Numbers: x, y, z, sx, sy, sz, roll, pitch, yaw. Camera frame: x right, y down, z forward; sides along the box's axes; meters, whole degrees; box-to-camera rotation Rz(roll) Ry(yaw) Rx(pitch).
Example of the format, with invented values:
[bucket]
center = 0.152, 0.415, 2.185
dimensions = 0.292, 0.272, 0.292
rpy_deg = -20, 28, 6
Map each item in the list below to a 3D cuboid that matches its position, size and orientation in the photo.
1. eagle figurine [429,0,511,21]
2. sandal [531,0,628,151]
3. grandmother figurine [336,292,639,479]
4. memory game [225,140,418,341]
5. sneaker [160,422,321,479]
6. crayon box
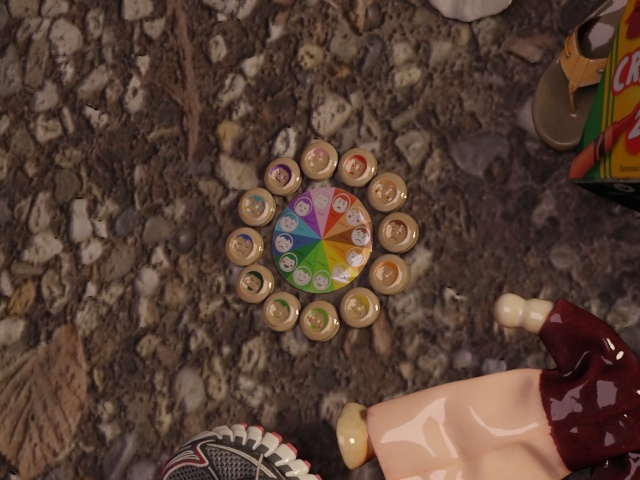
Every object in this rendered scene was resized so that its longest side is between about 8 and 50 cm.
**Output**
[eagle figurine]
center = 0.191, -0.343, 1.255
dimensions = 0.298, 0.225, 0.226
rpy_deg = -37, 108, -21
[sandal]
center = 0.238, -0.160, 1.240
dimensions = 0.072, 0.049, 0.180
rpy_deg = 38, 93, 25
[grandmother figurine]
center = 0.188, 0.139, 1.170
dimensions = 0.342, 0.104, 0.208
rpy_deg = -15, 100, 16
[memory game]
center = 0.000, 0.000, 1.321
dimensions = 0.186, 0.012, 0.186
rpy_deg = -5, 75, 21
[sneaker]
center = -0.037, 0.246, 1.181
dimensions = 0.299, 0.112, 0.121
rpy_deg = 26, 126, 44
[crayon box]
center = 0.317, -0.181, 1.133
dimensions = 0.081, 0.202, 0.319
rpy_deg = 21, 85, -17
